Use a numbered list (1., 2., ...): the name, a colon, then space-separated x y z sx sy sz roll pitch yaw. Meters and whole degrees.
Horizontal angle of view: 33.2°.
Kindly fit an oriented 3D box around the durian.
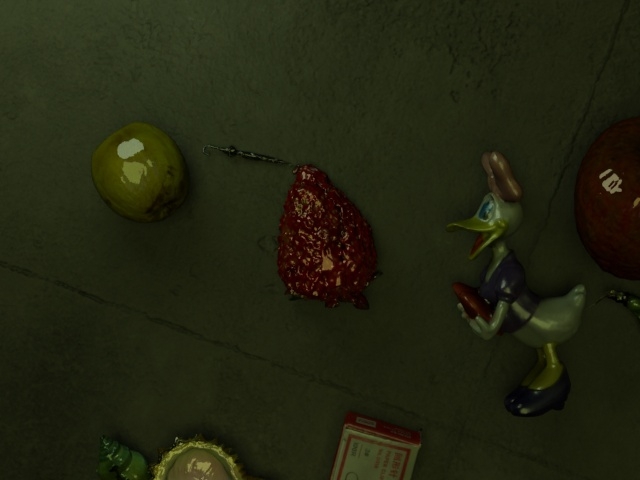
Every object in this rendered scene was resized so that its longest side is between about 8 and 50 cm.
1. durian: -0.178 0.394 1.789 0.224 0.078 0.140 10 84 -7

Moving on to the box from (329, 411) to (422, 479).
1. box: 0.081 0.385 1.749 0.133 0.099 0.182 16 97 2

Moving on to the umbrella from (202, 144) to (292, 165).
1. umbrella: -0.119 -0.142 1.760 0.149 0.022 0.022 7 72 -2

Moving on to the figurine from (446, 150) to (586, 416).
1. figurine: 0.307 0.072 1.676 0.193 0.154 0.420 -25 94 2

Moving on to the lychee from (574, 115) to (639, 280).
1. lychee: 0.500 -0.073 1.596 0.255 0.300 0.255 6 56 -9

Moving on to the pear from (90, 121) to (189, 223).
1. pear: -0.287 -0.108 1.712 0.149 0.149 0.162 -36 87 7

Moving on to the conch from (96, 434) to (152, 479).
1. conch: -0.329 0.412 1.805 0.095 0.079 0.200 1 105 23

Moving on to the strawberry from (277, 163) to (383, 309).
1. strawberry: 0.015 -0.006 1.719 0.175 0.098 0.228 3 96 4

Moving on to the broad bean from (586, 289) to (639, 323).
1. broad bean: 0.549 0.203 1.711 0.098 0.056 0.318 -39 91 -11
